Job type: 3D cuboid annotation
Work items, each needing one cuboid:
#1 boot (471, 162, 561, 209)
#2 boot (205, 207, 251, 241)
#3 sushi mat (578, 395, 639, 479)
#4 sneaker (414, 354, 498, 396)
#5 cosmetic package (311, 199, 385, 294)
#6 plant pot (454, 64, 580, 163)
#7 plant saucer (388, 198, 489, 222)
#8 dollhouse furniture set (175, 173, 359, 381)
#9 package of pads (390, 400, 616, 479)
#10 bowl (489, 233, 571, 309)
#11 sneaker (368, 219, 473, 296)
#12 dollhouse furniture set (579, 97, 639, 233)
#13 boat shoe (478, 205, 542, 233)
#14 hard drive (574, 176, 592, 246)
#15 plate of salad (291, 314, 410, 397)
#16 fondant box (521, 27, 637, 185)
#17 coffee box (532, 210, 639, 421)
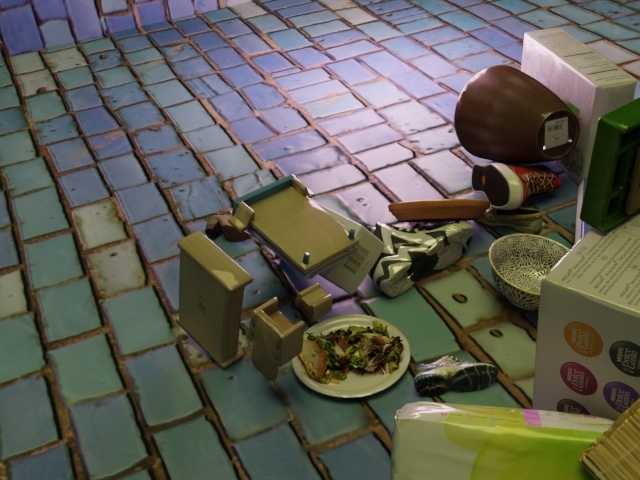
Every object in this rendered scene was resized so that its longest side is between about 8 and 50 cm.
[{"bbox_3d":[0.422,-0.116,1.609,0.176,0.088,0.244,1,13,-3],"label":"boot"},{"bbox_3d":[-0.186,-0.038,1.678,0.119,0.042,0.087,9,35,19],"label":"boot"},{"bbox_3d":[0.442,0.302,0.849,0.151,0.019,0.316,-43,80,-3],"label":"sushi mat"},{"bbox_3d":[0.214,0.206,1.265,0.135,0.052,0.058,-6,31,0],"label":"sneaker"},{"bbox_3d":[0.000,0.000,1.503,0.117,0.085,0.231,-55,41,-3],"label":"cosmetic package"},{"bbox_3d":[0.438,-0.252,1.700,0.215,0.215,0.230,-17,25,-16],"label":"plant pot"},{"bbox_3d":[0.234,-0.057,1.572,0.200,0.037,0.200,-2,-2,0],"label":"plant saucer"},{"bbox_3d":[-0.057,0.075,1.369,0.303,0.198,0.286,-30,56,-35],"label":"dollhouse furniture set"},{"bbox_3d":[0.230,0.316,0.949,0.297,0.229,0.101,2,-1,11],"label":"package of pads"},{"bbox_3d":[0.372,0.069,1.397,0.170,0.080,0.170,4,38,-4],"label":"bowl"},{"bbox_3d":[0.168,0.000,1.523,0.235,0.094,0.153,-34,51,-19],"label":"sneaker"},{"bbox_3d":[0.508,-0.101,0.986,0.302,0.151,0.197,-26,40,-26],"label":"dollhouse furniture set"},{"bbox_3d":[0.376,-0.056,1.612,0.153,0.048,0.056,20,42,32],"label":"boat shoe"},{"bbox_3d":[0.559,0.021,1.419,0.210,0.040,0.318,25,40,1],"label":"hard drive"},{"bbox_3d":[0.050,0.182,1.324,0.200,0.048,0.199,-4,34,3],"label":"plate of salad"},{"bbox_3d":[0.559,-0.305,1.774,0.096,0.238,0.330,-10,35,-9],"label":"fondant box"},{"bbox_3d":[0.508,0.150,1.048,0.334,0.337,0.338,22,44,35],"label":"coffee box"}]
